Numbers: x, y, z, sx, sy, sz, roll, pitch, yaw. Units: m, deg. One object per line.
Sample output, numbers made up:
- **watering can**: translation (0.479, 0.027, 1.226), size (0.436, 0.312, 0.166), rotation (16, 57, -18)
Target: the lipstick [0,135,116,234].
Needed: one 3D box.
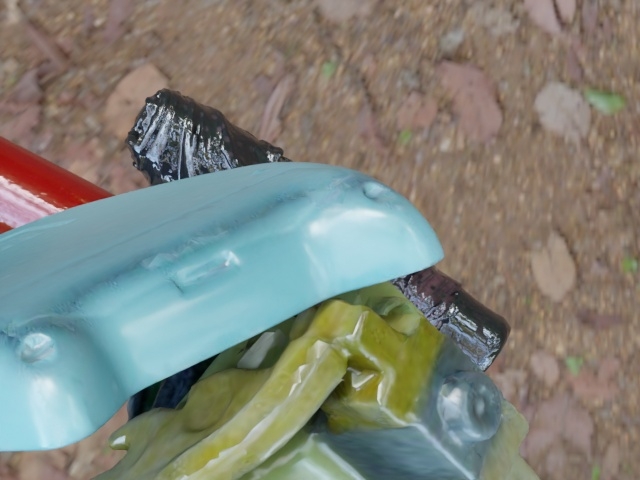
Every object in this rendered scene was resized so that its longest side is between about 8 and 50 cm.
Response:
- **lipstick**: translation (-0.277, -0.060, 1.365), size (0.280, 0.073, 0.073), rotation (25, 112, 16)

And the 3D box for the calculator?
- **calculator**: translation (-0.131, 0.027, 0.875), size (0.386, 0.256, 0.054), rotation (-5, 107, 58)

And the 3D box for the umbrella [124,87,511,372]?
- **umbrella**: translation (0.000, 0.000, 1.346), size (0.326, 0.094, 0.090), rotation (34, 121, -6)

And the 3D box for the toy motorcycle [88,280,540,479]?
- **toy motorcycle**: translation (-0.047, 0.182, 0.789), size (0.237, 0.410, 0.169), rotation (-10, 139, 41)
